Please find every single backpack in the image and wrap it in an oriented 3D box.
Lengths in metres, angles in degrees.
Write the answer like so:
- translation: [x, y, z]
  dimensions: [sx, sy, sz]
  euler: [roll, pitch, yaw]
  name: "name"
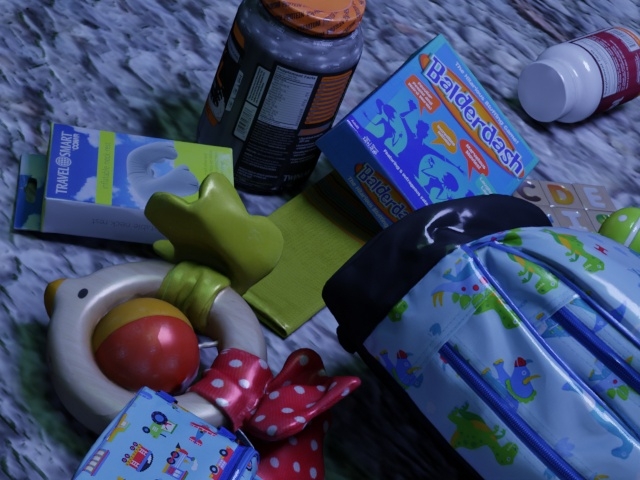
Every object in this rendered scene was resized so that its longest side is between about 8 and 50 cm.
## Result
- translation: [-0.084, 0.201, 1.007]
  dimensions: [0.173, 0.117, 0.158]
  euler: [33, 40, 7]
  name: "backpack"
- translation: [0.215, 0.128, 1.151]
  dimensions: [0.290, 0.273, 0.356]
  euler: [16, 41, -61]
  name: "backpack"

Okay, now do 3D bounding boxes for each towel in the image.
- translation: [0.000, 0.000, 1.360]
  dimensions: [0.102, 0.021, 0.237]
  euler: [35, 40, 16]
  name: "towel"

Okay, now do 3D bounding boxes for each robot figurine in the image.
- translation: [0.309, 0.013, 1.449]
  dimensions: [0.115, 0.067, 0.101]
  euler: [30, 29, 10]
  name: "robot figurine"

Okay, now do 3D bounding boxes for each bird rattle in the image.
- translation: [-0.100, 0.091, 1.161]
  dimensions: [0.206, 0.143, 0.254]
  euler: [-9, 60, -19]
  name: "bird rattle"

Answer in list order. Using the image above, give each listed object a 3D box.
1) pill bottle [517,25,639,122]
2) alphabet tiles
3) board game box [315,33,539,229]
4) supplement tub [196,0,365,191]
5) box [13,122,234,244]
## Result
- translation: [0.280, -0.175, 1.654]
  dimensions: [0.152, 0.086, 0.086]
  euler: [-22, 56, -42]
  name: "pill bottle"
- translation: [0.239, 0.009, 1.481]
  dimensions: [0.237, 0.009, 0.198]
  euler: [4, 42, -22]
  name: "alphabet tiles"
- translation: [0.104, -0.081, 1.425]
  dimensions: [0.160, 0.047, 0.210]
  euler: [51, 39, -6]
  name: "board game box"
- translation: [-0.033, -0.147, 1.377]
  dimensions: [0.117, 0.190, 0.117]
  euler: [14, 38, -12]
  name: "supplement tub"
- translation: [-0.163, -0.045, 1.298]
  dimensions: [0.178, 0.042, 0.109]
  euler: [7, 38, -11]
  name: "box"
